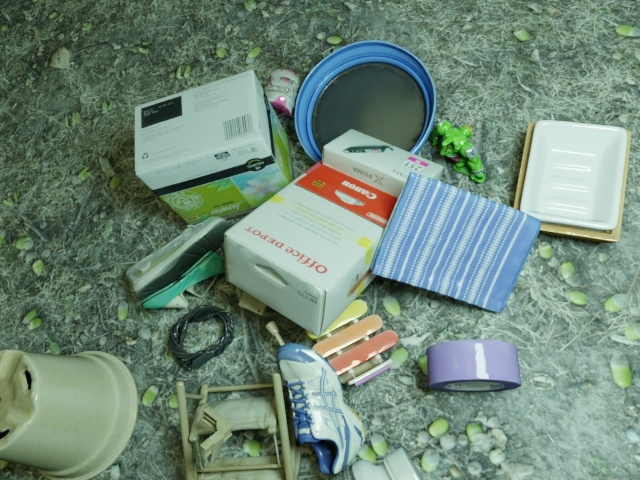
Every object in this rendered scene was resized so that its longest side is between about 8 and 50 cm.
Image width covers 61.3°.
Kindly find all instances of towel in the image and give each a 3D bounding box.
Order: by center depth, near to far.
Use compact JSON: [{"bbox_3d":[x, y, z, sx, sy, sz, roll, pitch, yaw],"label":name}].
[{"bbox_3d":[0.304,0.014,1.196,0.336,0.040,0.243,18,104,-13],"label":"towel"}]

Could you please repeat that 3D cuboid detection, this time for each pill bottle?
[{"bbox_3d":[0.067,0.561,1.091,0.319,0.176,0.176,-34,63,0],"label":"pill bottle"}]

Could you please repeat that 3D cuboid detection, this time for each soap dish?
[{"bbox_3d":[0.592,-0.137,1.284,0.229,0.118,0.290,10,71,19],"label":"soap dish"}]

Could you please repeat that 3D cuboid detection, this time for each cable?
[{"bbox_3d":[-0.308,0.242,1.411,0.184,0.047,0.150,-38,58,0],"label":"cable"}]

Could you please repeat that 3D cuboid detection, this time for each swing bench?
[{"bbox_3d":[-0.184,0.443,1.224,0.253,0.165,0.254,-7,71,11],"label":"swing bench"}]

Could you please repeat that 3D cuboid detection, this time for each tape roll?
[{"bbox_3d":[0.321,0.269,1.142,0.189,0.189,0.080,-5,67,13],"label":"tape roll"}]

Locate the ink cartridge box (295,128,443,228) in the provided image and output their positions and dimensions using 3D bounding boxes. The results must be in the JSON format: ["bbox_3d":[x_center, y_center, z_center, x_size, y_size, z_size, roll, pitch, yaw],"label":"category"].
[{"bbox_3d":[0.117,-0.158,1.298,0.275,0.060,0.239,28,44,24],"label":"ink cartridge box"}]

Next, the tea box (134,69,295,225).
[{"bbox_3d":[-0.267,-0.226,1.441,0.329,0.323,0.220,-15,64,10],"label":"tea box"}]

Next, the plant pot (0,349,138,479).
[{"bbox_3d":[-0.666,0.401,1.288,0.334,0.305,0.333,-6,66,13],"label":"plant pot"}]

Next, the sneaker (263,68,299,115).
[{"bbox_3d":[-0.115,-0.432,1.535,0.103,0.252,0.111,20,109,-16],"label":"sneaker"}]

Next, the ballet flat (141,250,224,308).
[{"bbox_3d":[-0.362,0.130,1.451,0.247,0.083,0.087,-37,93,-2],"label":"ballet flat"}]

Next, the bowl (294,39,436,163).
[{"bbox_3d":[0.123,-0.353,1.489,0.391,0.077,0.391,-3,79,16],"label":"bowl"}]

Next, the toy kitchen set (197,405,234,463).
[{"bbox_3d":[-0.238,0.411,1.126,0.075,0.068,0.083,29,33,22],"label":"toy kitchen set"}]

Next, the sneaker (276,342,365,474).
[{"bbox_3d":[-0.011,0.359,1.148,0.112,0.131,0.296,-27,100,40],"label":"sneaker"}]

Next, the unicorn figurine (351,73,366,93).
[{"bbox_3d":[0.139,-0.435,1.568,0.162,0.060,0.111,38,82,25],"label":"unicorn figurine"}]

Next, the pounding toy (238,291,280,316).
[{"bbox_3d":[-0.111,0.125,1.367,0.100,0.141,0.130,21,89,22],"label":"pounding toy"}]

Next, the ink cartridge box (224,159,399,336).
[{"bbox_3d":[0.000,0.000,1.271,0.279,0.160,0.385,28,46,23],"label":"ink cartridge box"}]

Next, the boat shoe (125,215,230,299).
[{"bbox_3d":[-0.393,0.031,1.483,0.320,0.118,0.103,-39,67,4],"label":"boat shoe"}]

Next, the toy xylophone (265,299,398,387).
[{"bbox_3d":[0.018,0.215,1.281,0.236,0.081,0.322,-32,64,-20],"label":"toy xylophone"}]

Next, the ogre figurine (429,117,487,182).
[{"bbox_3d":[0.352,-0.239,1.394,0.097,0.118,0.197,-20,64,6],"label":"ogre figurine"}]
